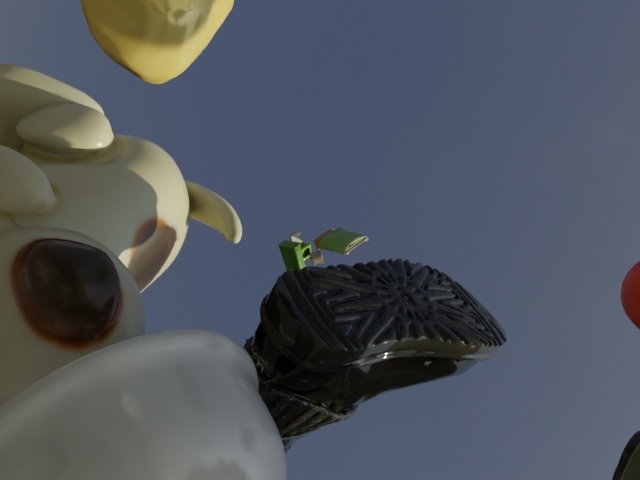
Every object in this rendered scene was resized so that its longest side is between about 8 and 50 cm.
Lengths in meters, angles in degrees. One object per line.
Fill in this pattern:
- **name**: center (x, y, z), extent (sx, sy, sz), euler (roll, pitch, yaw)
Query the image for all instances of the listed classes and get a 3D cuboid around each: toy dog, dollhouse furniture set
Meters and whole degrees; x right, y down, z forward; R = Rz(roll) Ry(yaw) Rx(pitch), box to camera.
- **toy dog**: center (-0.297, 0.038, 0.816), extent (0.408, 0.395, 0.285), euler (-100, -148, -57)
- **dollhouse furniture set**: center (0.000, 0.000, 1.152), extent (0.076, 0.151, 0.059), euler (11, -56, 44)

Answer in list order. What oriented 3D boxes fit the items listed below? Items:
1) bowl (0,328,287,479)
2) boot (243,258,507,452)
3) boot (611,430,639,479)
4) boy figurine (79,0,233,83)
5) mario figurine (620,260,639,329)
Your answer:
- **bowl**: center (-0.124, 0.217, 0.488), extent (0.134, 0.297, 0.298), euler (40, -63, 30)
- **boot**: center (0.018, 0.150, 0.775), extent (0.260, 0.347, 0.131), euler (-57, -133, 29)
- **boot**: center (0.282, 0.255, 0.475), extent (0.161, 0.083, 0.247), euler (-3, -89, 45)
- **boy figurine**: center (-0.151, -0.227, 0.405), extent (0.285, 0.092, 0.177), euler (54, -28, -15)
- **mario figurine**: center (0.463, 0.052, 0.765), extent (0.198, 0.320, 0.170), euler (-103, -163, -45)
